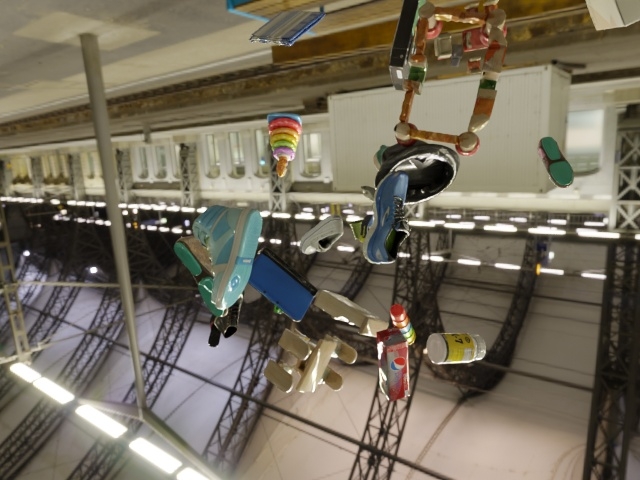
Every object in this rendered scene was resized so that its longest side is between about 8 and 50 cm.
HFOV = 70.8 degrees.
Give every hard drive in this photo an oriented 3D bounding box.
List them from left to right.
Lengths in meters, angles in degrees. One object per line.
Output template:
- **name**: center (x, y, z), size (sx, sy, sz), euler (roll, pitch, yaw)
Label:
- **hard drive**: center (0.334, -0.774, 1.709), size (0.064, 0.339, 0.237), euler (14, -179, 15)

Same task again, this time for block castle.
- **block castle**: center (0.431, -0.527, 1.502), size (0.303, 0.453, 0.213), euler (13, -170, 15)

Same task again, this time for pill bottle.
- **pill bottle**: center (0.541, 0.427, 1.790), size (0.209, 0.119, 0.119), euler (3, -171, -21)

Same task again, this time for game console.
- **game console**: center (-0.176, 0.183, 1.877), size (0.173, 0.293, 0.250), euler (-51, -172, -15)

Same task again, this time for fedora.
- **fedora**: center (0.347, -0.281, 1.700), size (0.334, 0.334, 0.152), euler (-6, -129, -13)

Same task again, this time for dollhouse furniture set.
- **dollhouse furniture set**: center (0.048, 0.433, 1.769), size (0.256, 0.394, 0.362), euler (26, -179, 38)
- **dollhouse furniture set**: center (0.611, -0.827, 1.859), size (0.259, 0.262, 0.135), euler (-7, -159, 9)

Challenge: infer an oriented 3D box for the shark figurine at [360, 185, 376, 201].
- **shark figurine**: center (0.293, -0.124, 1.803), size (0.116, 0.278, 0.166), euler (-44, -158, -13)

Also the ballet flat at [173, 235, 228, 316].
- **ballet flat**: center (-0.396, 0.117, 1.602), size (0.108, 0.316, 0.106), euler (-25, -174, 35)

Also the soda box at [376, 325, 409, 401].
- **soda box**: center (0.260, 0.443, 1.612), size (0.083, 0.263, 0.092), euler (-13, -153, -12)

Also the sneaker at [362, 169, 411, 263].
- **sneaker**: center (0.256, -0.075, 1.538), size (0.130, 0.330, 0.147), euler (10, -178, -38)

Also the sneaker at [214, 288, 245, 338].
- **sneaker**: center (-0.361, 0.296, 1.887), size (0.083, 0.222, 0.118), euler (19, -169, -37)

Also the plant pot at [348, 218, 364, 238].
- **plant pot**: center (0.178, -0.050, 2.077), size (0.083, 0.079, 0.083), euler (-14, -169, 3)

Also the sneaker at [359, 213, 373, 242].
- **sneaker**: center (0.212, -0.047, 1.978), size (0.059, 0.144, 0.053), euler (29, 154, -33)

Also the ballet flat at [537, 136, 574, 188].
- **ballet flat**: center (0.799, -0.254, 1.536), size (0.077, 0.221, 0.079), euler (-11, 149, 7)

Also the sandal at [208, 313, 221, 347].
- **sandal**: center (-0.469, 0.397, 2.029), size (0.067, 0.040, 0.179), euler (8, -138, -12)

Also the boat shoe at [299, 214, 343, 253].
- **boat shoe**: center (0.000, 0.000, 1.681), size (0.095, 0.084, 0.258), euler (2, 151, -28)

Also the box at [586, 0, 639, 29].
- **box**: center (0.838, -0.666, 1.219), size (0.148, 0.121, 0.311), euler (-22, -166, 27)

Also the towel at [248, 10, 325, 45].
- **towel**: center (-0.137, -0.846, 1.789), size (0.209, 0.034, 0.285), euler (-46, -135, -17)

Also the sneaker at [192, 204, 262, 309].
- **sneaker**: center (-0.318, 0.038, 1.393), size (0.208, 0.319, 0.127), euler (15, 173, 18)

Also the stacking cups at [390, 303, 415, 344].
- **stacking cups**: center (0.396, 0.398, 2.153), size (0.096, 0.316, 0.096), euler (-8, -126, 11)

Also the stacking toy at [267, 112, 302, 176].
- **stacking toy**: center (-0.173, -0.437, 2.118), size (0.166, 0.301, 0.175), euler (2, 160, -2)

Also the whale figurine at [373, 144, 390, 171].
- **whale figurine**: center (0.403, -0.435, 2.407), size (0.272, 0.216, 0.141), euler (-28, 172, -47)

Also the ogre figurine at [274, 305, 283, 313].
- **ogre figurine**: center (-0.155, 0.255, 2.065), size (0.097, 0.118, 0.197), euler (41, -164, 19)
